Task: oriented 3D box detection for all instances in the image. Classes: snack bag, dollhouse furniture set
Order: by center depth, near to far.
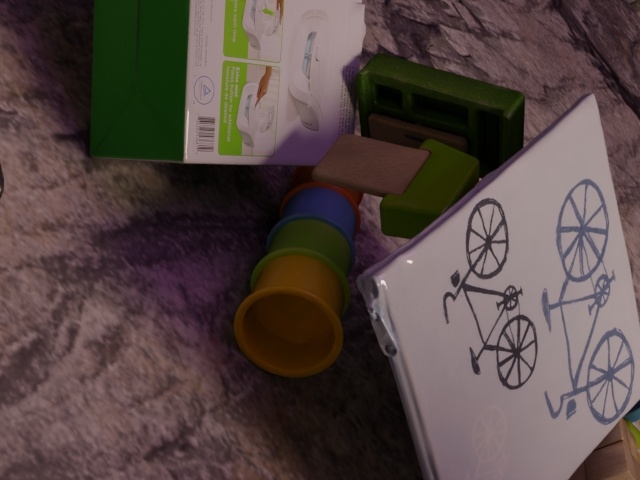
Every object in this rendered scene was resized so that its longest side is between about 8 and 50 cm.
[{"bbox_3d":[0.171,0.088,1.025,0.342,0.037,0.323,-38,122,-37],"label":"snack bag"},{"bbox_3d":[0.084,0.014,1.132,0.151,0.302,0.197,17,48,23],"label":"dollhouse furniture set"}]

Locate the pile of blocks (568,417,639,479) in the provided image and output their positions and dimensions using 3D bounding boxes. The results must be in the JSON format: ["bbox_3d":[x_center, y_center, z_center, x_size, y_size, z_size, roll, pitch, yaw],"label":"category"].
[{"bbox_3d":[0.302,0.354,1.142,0.149,0.112,0.362,26,43,-57],"label":"pile of blocks"}]

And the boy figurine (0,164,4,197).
[{"bbox_3d":[-0.349,-0.076,0.759,0.285,0.092,0.177,17,47,-48],"label":"boy figurine"}]

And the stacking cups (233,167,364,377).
[{"bbox_3d":[0.000,0.000,1.137,0.096,0.096,0.316,42,29,-14],"label":"stacking cups"}]

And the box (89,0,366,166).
[{"bbox_3d":[-0.075,-0.198,1.076,0.231,0.126,0.262,-4,98,-51],"label":"box"}]

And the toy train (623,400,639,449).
[{"bbox_3d":[0.309,0.187,1.338,0.143,0.105,0.248,57,28,-15],"label":"toy train"}]
